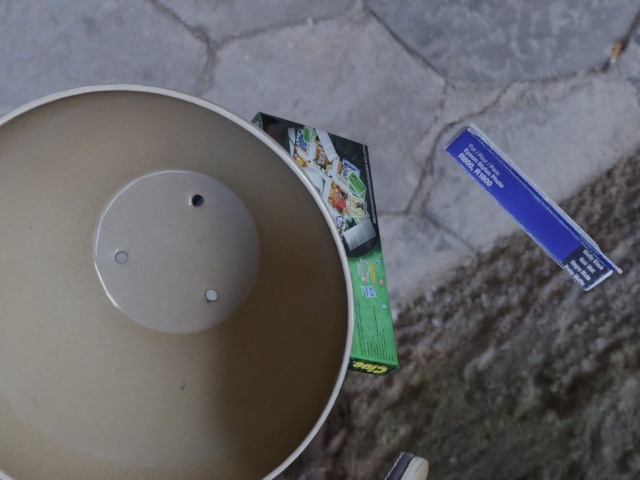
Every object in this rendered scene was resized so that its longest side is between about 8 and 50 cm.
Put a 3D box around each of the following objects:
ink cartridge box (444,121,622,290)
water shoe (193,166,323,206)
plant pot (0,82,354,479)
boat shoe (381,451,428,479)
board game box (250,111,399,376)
[{"bbox_3d":[0.230,-0.041,1.145,0.223,0.224,0.045,45,101,2],"label":"ink cartridge box"},{"bbox_3d":[-0.088,-0.029,0.893,0.203,0.080,0.073,-30,153,31],"label":"water shoe"},{"bbox_3d":[-0.118,0.026,0.729,0.284,0.191,0.284,0,102,1],"label":"plant pot"},{"bbox_3d":[0.022,0.361,1.194,0.285,0.092,0.103,-57,157,-4],"label":"boat shoe"},{"bbox_3d":[0.000,0.000,0.995,0.136,0.259,0.030,17,142,-32],"label":"board game box"}]
